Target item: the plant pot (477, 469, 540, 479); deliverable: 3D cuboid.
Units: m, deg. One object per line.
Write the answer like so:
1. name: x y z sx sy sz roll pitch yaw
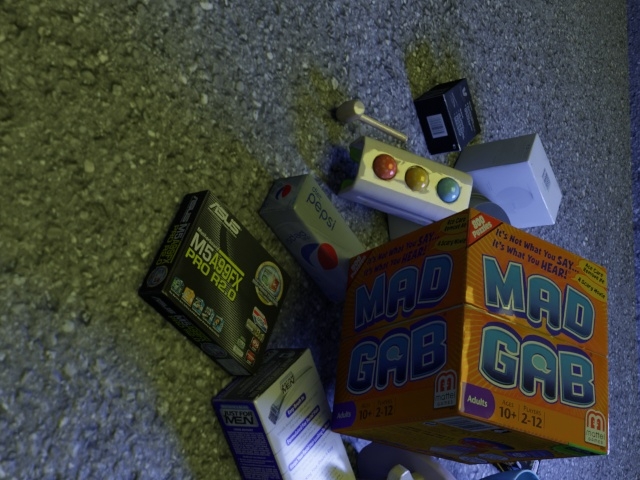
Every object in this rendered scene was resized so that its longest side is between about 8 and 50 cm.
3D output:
1. plant pot: 0.421 0.711 2.085 0.290 0.195 0.290 14 72 -53

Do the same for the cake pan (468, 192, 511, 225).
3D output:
1. cake pan: 0.419 0.022 2.252 0.293 0.054 0.293 -7 101 -41

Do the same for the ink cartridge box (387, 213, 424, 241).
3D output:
1. ink cartridge box: 0.266 -0.031 2.061 0.207 0.119 0.353 -6 89 -54

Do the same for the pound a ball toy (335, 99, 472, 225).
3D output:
1. pound a ball toy: 0.179 -0.171 1.858 0.319 0.136 0.208 19 76 -19

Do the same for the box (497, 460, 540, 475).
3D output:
1. box: 0.580 0.498 2.384 0.257 0.079 0.322 53 52 -49

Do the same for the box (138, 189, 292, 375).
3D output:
1. box: -0.174 0.079 1.481 0.270 0.060 0.216 50 47 -37

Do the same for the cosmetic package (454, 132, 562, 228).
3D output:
1. cosmetic package: 0.519 -0.155 2.346 0.224 0.225 0.138 60 39 -30

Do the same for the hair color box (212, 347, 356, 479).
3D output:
1. hair color box: -0.054 0.388 1.556 0.185 0.110 0.339 -38 116 -50

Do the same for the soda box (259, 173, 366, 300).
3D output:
1. soda box: 0.000 0.000 1.710 0.286 0.091 0.098 53 46 -35

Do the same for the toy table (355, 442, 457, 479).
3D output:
1. toy table: 0.154 0.530 1.698 0.161 0.274 0.252 -17 118 -52

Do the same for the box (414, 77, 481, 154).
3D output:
1. box: 0.339 -0.328 2.237 0.158 0.093 0.156 -40 116 -49

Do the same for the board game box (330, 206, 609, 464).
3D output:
1. board game box: 0.279 0.203 1.583 0.356 0.356 0.356 20 64 -29
